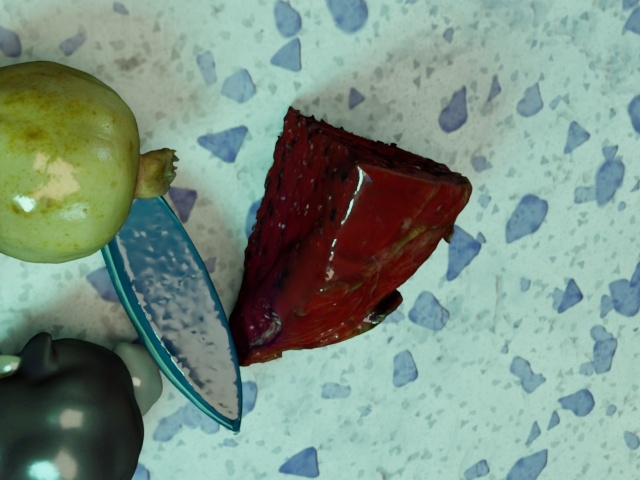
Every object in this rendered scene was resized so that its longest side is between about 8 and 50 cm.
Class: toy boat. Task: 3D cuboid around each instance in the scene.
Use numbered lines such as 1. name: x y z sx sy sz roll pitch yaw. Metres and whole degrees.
1. toy boat: -0.148 0.077 1.341 0.096 0.061 0.299 -28 98 -17

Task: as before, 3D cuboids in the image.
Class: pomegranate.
1. pomegranate: -0.267 -0.071 1.213 0.207 0.207 0.207 -7 110 -20

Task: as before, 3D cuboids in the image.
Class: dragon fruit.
1. dragon fruit: 0.000 0.000 1.393 0.302 0.240 0.330 5 131 -52

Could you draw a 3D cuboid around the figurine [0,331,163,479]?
1. figurine: -0.359 0.201 1.309 0.364 0.206 0.218 4 83 1
